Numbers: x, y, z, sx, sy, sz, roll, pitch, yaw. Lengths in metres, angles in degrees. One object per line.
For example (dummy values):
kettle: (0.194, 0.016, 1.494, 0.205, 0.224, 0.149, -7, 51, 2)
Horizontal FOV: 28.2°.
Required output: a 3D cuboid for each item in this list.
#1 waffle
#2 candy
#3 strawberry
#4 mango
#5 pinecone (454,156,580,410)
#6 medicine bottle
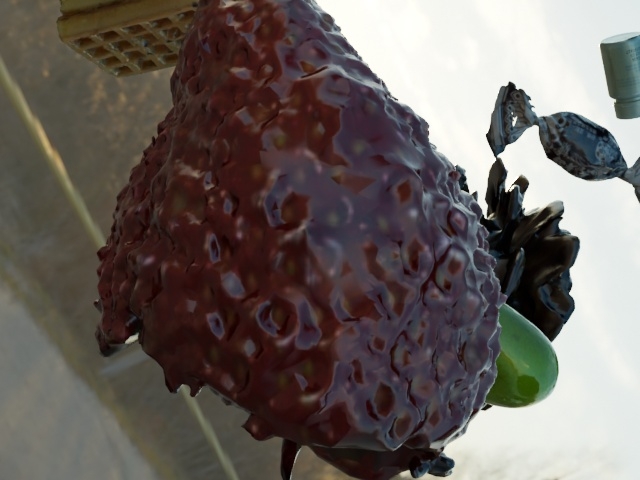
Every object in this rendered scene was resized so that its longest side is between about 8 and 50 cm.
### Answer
waffle: (-0.119, -0.172, 0.992, 0.102, 0.148, 0.042, 36, 47, -66)
candy: (0.275, -0.086, 1.307, 0.226, 0.094, 0.051, 29, -16, 4)
strawberry: (-0.003, -0.002, 0.753, 0.261, 0.258, 0.261, 27, -3, 2)
mango: (0.118, 0.080, 1.060, 0.163, 0.089, 0.117, 13, -34, 34)
pinecone: (0.115, 0.030, 1.349, 0.298, 0.295, 0.242, -80, 175, -51)
medicine bottle: (0.316, -0.170, 1.309, 0.047, 0.047, 0.083, -129, -157, -72)
